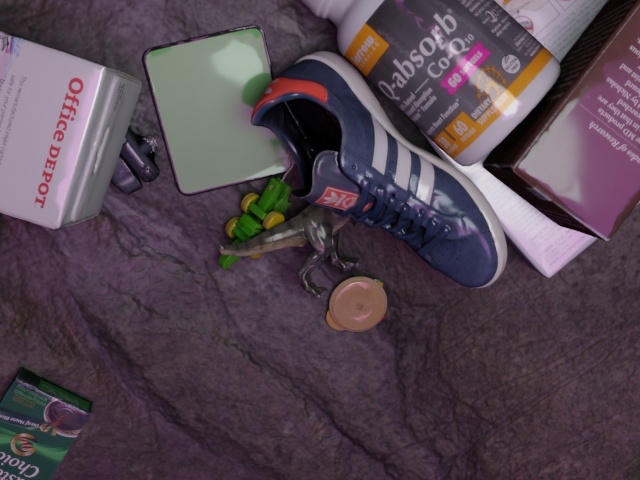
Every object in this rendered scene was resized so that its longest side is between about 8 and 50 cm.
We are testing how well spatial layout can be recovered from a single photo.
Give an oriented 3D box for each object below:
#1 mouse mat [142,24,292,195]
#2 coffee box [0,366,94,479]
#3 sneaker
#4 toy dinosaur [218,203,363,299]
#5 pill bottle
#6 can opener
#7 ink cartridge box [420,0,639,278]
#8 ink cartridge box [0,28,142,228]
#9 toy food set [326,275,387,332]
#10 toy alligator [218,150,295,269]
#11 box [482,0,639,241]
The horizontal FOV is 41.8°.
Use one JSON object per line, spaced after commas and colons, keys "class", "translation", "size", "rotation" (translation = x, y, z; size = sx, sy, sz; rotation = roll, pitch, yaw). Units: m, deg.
{"class": "mouse mat", "translation": [-0.125, -0.159, 1.038], "size": [0.152, 0.007, 0.190], "rotation": [-14, 108, -4]}
{"class": "coffee box", "translation": [-0.395, 0.272, 1.114], "size": [0.113, 0.040, 0.184], "rotation": [32, 100, -17]}
{"class": "sneaker", "translation": [0.058, -0.057, 0.967], "size": [0.350, 0.148, 0.131], "rotation": [44, 137, 6]}
{"class": "toy dinosaur", "translation": [0.000, 0.000, 1.058], "size": [0.268, 0.064, 0.118], "rotation": [-28, 112, -25]}
{"class": "pill bottle", "translation": [0.119, -0.229, 0.947], "size": [0.278, 0.162, 0.162], "rotation": [42, 98, 0]}
{"class": "can opener", "translation": [-0.255, -0.143, 0.994], "size": [0.073, 0.059, 0.186], "rotation": [-35, 109, -11]}
{"class": "ink cartridge box", "translation": [0.277, -0.193, 1.067], "size": [0.308, 0.091, 0.385], "rotation": [-41, 92, 6]}
{"class": "ink cartridge box", "translation": [-0.336, -0.132, 0.883], "size": [0.232, 0.168, 0.171], "rotation": [19, 97, -2]}
{"class": "toy food set", "translation": [0.051, 0.087, 1.134], "size": [0.082, 0.020, 0.083], "rotation": [6, 106, -11]}
{"class": "toy alligator", "translation": [-0.063, -0.039, 1.065], "size": [0.190, 0.056, 0.051], "rotation": [-56, 148, 9]}
{"class": "box", "translation": [0.358, -0.193, 0.924], "size": [0.143, 0.191, 0.381], "rotation": [39, 96, -3]}
